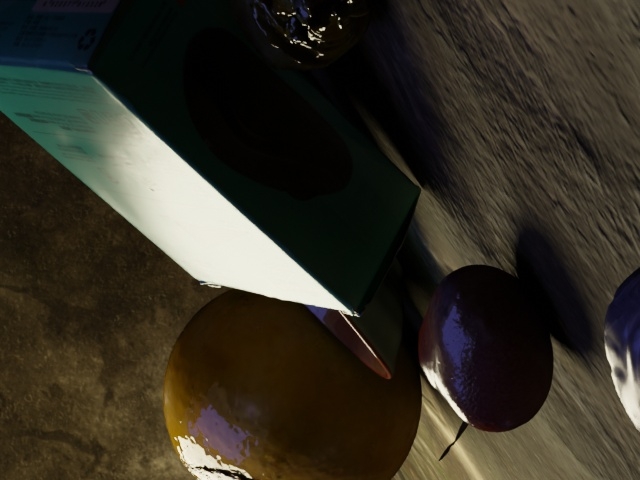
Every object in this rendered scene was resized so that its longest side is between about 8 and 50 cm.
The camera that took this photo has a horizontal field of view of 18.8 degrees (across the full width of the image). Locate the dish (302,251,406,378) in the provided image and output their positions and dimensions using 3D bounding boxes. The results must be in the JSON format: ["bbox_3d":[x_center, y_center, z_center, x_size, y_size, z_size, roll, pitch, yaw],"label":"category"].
[{"bbox_3d":[0.000,0.000,1.699,0.260,0.085,0.260,46,174,7],"label":"dish"}]

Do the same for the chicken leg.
[{"bbox_3d":[-0.013,-0.160,1.212,0.227,0.088,0.103,170,82,-86],"label":"chicken leg"}]

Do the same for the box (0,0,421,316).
[{"bbox_3d":[-0.097,-0.083,1.409,0.205,0.118,0.311,12,155,50],"label":"box"}]

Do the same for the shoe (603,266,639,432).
[{"bbox_3d":[0.206,0.128,0.849,0.137,0.095,0.245,-128,16,-61],"label":"shoe"}]

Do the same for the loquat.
[{"bbox_3d":[-0.028,0.157,1.921,0.263,0.263,0.263,58,173,12],"label":"loquat"}]

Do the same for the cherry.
[{"bbox_3d":[0.114,0.073,1.293,0.106,0.087,0.126,64,157,23],"label":"cherry"}]
